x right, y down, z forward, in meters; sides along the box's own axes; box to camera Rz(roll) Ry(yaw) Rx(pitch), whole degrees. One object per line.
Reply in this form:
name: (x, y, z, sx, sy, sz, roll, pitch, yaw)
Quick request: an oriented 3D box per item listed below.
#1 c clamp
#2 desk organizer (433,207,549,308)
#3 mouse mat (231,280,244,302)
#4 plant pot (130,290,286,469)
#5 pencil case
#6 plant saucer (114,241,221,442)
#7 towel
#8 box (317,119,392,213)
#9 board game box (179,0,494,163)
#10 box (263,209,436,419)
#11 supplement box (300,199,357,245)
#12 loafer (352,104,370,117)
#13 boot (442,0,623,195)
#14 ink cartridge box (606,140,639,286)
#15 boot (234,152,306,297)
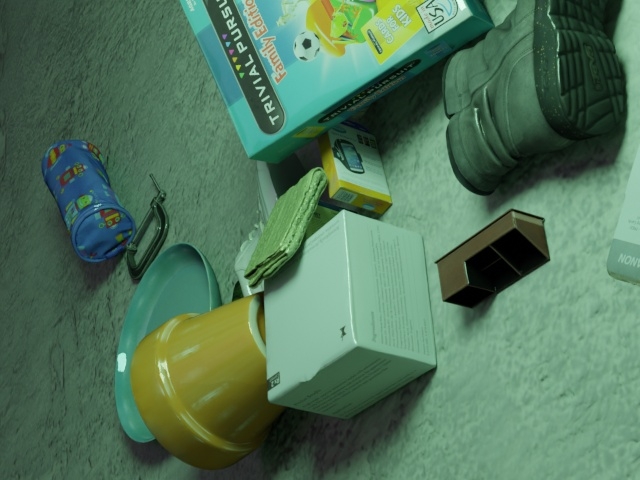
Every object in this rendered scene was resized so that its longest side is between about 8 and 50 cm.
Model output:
c clamp: (-0.302, -0.016, 2.171, 0.161, 0.022, 0.137, -60, 38, 18)
desk organizer: (0.182, 0.021, 1.331, 0.130, 0.047, 0.050, -39, 47, 44)
mouse mat: (-0.083, 0.115, 1.760, 0.189, 0.007, 0.153, -21, 58, 54)
plant pot: (-0.107, 0.162, 1.597, 0.188, 0.205, 0.205, -36, 46, 32)
pencil case: (-0.431, -0.075, 2.310, 0.119, 0.133, 0.306, -32, 37, -3)
plant saucer: (-0.234, 0.160, 1.949, 0.317, 0.043, 0.318, -32, 51, 48)
towel: (-0.042, -0.015, 1.530, 0.110, 0.027, 0.148, -37, 26, 49)
box: (0.040, -0.100, 1.587, 0.028, 0.081, 0.136, -50, 37, 35)
board game box: (0.008, -0.287, 1.536, 0.336, 0.079, 0.254, -31, 75, 24)
box: (0.030, 0.092, 1.474, 0.181, 0.119, 0.182, -38, 45, 44)
supplement box: (0.000, 0.000, 1.601, 0.056, 0.083, 0.083, -32, 50, 47)
loafer: (0.039, -0.194, 1.682, 0.125, 0.045, 0.039, -106, 26, -52)
boot: (0.211, -0.234, 1.345, 0.222, 0.118, 0.338, -25, 52, 57)
ink cartridge box: (0.393, -0.060, 0.943, 0.309, 0.130, 0.272, 22, 96, 60)
boot: (-0.075, -0.015, 1.709, 0.123, 0.095, 0.258, -36, 46, 30)
